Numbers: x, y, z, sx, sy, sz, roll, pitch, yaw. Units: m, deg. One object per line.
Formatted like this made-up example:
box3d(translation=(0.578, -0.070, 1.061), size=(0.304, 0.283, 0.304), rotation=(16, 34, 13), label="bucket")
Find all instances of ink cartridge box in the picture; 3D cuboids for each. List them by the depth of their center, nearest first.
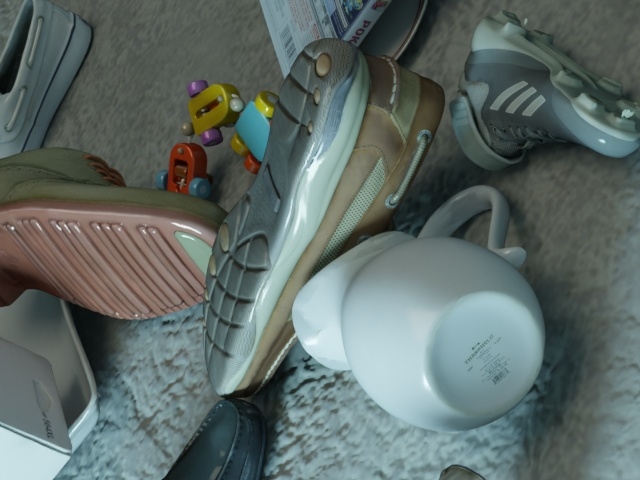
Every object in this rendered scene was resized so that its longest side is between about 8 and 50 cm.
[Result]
box3d(translation=(-0.313, 0.196, 1.661), size=(0.203, 0.086, 0.148), rotation=(-51, 33, 16), label="ink cartridge box")

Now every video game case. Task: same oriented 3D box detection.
box3d(translation=(0.007, -0.242, 1.627), size=(0.183, 0.023, 0.201), rotation=(-52, 40, 37), label="video game case")

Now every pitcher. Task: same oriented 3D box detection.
box3d(translation=(0.086, 0.037, 1.310), size=(0.178, 0.125, 0.207), rotation=(-47, 20, -7), label="pitcher")

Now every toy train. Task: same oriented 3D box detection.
box3d(translation=(-0.073, -0.074, 1.676), size=(0.166, 0.046, 0.125), rotation=(9, 99, 46), label="toy train")

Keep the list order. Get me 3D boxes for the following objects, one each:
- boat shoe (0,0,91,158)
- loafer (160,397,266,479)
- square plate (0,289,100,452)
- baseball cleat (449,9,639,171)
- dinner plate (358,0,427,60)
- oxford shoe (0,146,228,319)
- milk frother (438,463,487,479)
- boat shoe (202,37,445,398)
box3d(translation=(-0.335, -0.135, 2.042), size=(0.095, 0.084, 0.258), rotation=(7, 71, 55), label="boat shoe")
box3d(translation=(-0.112, 0.218, 1.464), size=(0.076, 0.078, 0.223), rotation=(20, 82, 57), label="loafer")
box3d(translation=(-0.326, 0.173, 1.824), size=(0.347, 0.049, 0.344), rotation=(-49, 33, 17), label="square plate")
box3d(translation=(0.156, -0.083, 1.355), size=(0.109, 0.072, 0.206), rotation=(-67, 27, 20), label="baseball cleat")
box3d(translation=(0.046, -0.180, 1.613), size=(0.141, 0.017, 0.141), rotation=(-34, 41, 35), label="dinner plate")
box3d(translation=(-0.214, -0.028, 1.708), size=(0.397, 0.140, 0.146), rotation=(4, 48, 38), label="oxford shoe")
box3d(translation=(0.062, 0.236, 1.204), size=(0.134, 0.129, 0.143), rotation=(-34, -9, -23), label="milk frother")
box3d(translation=(0.000, 0.000, 1.444), size=(0.123, 0.116, 0.324), rotation=(-105, 31, -45), label="boat shoe")
